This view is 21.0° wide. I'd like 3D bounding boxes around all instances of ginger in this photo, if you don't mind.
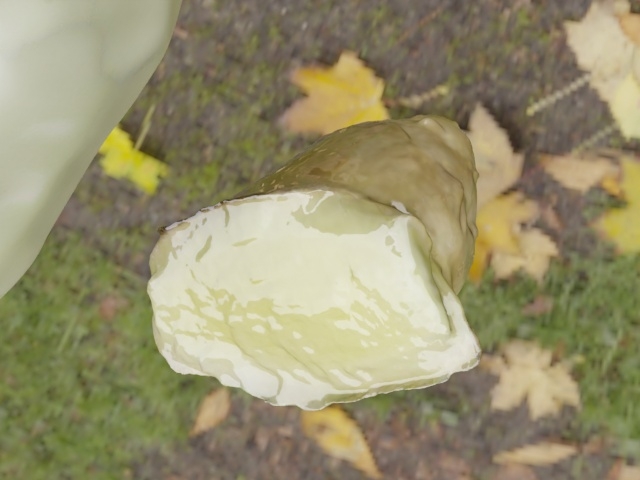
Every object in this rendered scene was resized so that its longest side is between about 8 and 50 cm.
[{"bbox_3d":[-0.004,0.002,0.865,0.193,0.122,0.115,-11,124,34],"label":"ginger"}]

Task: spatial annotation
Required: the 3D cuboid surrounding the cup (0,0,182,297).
[{"bbox_3d":[-0.134,-0.085,0.743,0.173,0.255,0.202,57,130,27],"label":"cup"}]
